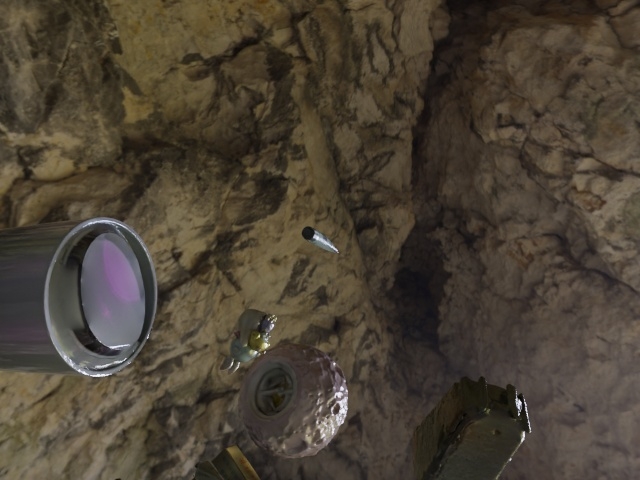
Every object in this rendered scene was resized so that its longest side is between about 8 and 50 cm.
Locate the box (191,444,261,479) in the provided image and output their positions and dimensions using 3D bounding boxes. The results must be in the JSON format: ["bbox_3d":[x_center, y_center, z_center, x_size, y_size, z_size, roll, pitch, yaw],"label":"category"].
[{"bbox_3d":[-0.274,0.679,1.210,0.240,0.071,0.159,-45,-110,3],"label":"box"}]

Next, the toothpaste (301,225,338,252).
[{"bbox_3d":[0.000,0.000,1.309,0.062,0.239,0.039,41,-87,19],"label":"toothpaste"}]

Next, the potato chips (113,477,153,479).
[{"bbox_3d":[-0.286,0.594,0.681,0.358,0.070,0.429,-36,-108,5],"label":"potato chips"}]

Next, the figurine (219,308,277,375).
[{"bbox_3d":[-0.258,0.374,1.669,0.155,0.235,0.127,5,-32,25],"label":"figurine"}]

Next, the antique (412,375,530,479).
[{"bbox_3d":[0.275,0.366,0.863,0.125,0.150,0.284,16,-53,0],"label":"antique"}]

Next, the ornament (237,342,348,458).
[{"bbox_3d":[-0.060,0.374,1.086,0.259,0.259,0.225,-19,-34,20],"label":"ornament"}]

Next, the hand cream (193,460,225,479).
[{"bbox_3d":[-0.157,0.425,0.774,0.165,0.037,0.057,24,-59,34],"label":"hand cream"}]

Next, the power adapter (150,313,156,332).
[{"bbox_3d":[-0.562,0.207,1.278,0.205,0.125,0.130,17,-57,-17],"label":"power adapter"}]

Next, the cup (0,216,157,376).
[{"bbox_3d":[-0.491,0.096,0.790,0.372,0.253,0.253,-3,-63,16],"label":"cup"}]
